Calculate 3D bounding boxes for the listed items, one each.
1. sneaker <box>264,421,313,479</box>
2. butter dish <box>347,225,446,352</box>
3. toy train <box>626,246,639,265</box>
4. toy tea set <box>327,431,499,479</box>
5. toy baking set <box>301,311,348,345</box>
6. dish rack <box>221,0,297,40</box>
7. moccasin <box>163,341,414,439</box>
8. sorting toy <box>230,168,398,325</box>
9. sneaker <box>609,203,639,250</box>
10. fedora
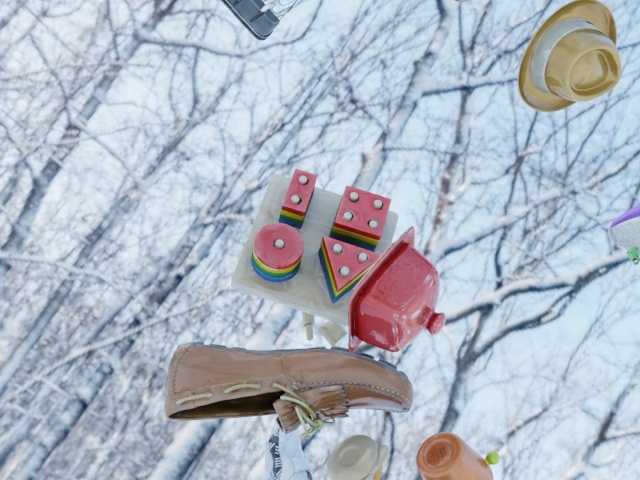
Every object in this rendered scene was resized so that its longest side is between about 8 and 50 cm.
[{"bbox_3d":[-0.031,0.642,2.155,0.210,0.365,0.137,-5,-23,16],"label":"sneaker"},{"bbox_3d":[0.120,0.091,1.154,0.118,0.160,0.159,31,-29,21],"label":"butter dish"},{"bbox_3d":[0.559,0.026,1.465,0.024,0.083,0.017,-39,-91,16],"label":"toy train"},{"bbox_3d":[0.103,0.388,1.197,0.336,0.200,0.124,-11,-50,34],"label":"toy tea set"},{"bbox_3d":[0.044,0.138,2.009,0.197,0.256,0.030,-15,-36,6],"label":"toy baking set"},{"bbox_3d":[-0.117,-0.605,1.845,0.208,0.271,0.074,46,-34,-20],"label":"dish rack"},{"bbox_3d":[-0.048,0.239,1.263,0.380,0.146,0.139,5,-32,-3],"label":"moccasin"},{"bbox_3d":[0.000,0.000,1.506,0.257,0.255,0.089,18,-33,1],"label":"sorting toy"},{"bbox_3d":[0.689,-0.075,1.548,0.293,0.146,0.102,-22,-57,35],"label":"sneaker"},{"bbox_3d":[0.384,-0.259,1.220,0.079,0.194,0.194,49,-12,43],"label":"fedora"}]
